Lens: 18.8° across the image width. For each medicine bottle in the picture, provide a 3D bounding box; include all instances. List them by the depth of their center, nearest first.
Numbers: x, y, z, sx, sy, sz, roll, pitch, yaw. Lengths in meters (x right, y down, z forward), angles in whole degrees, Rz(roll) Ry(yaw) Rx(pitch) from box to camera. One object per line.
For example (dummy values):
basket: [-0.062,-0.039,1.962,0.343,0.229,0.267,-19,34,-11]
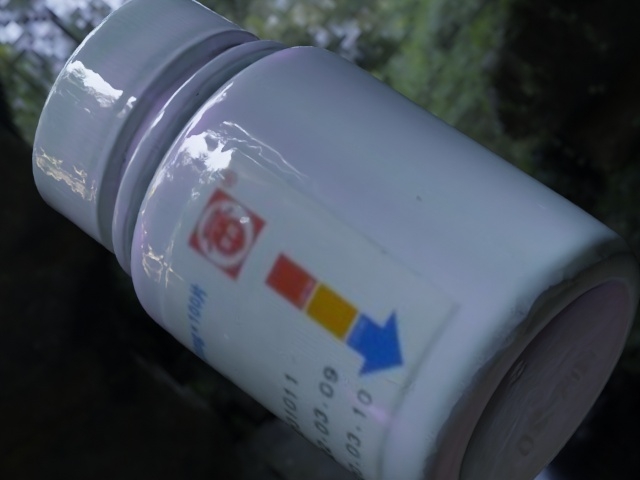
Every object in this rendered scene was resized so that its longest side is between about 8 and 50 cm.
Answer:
medicine bottle: [0.000,0.000,0.969,0.170,0.293,0.170,-41,-29,-28]
